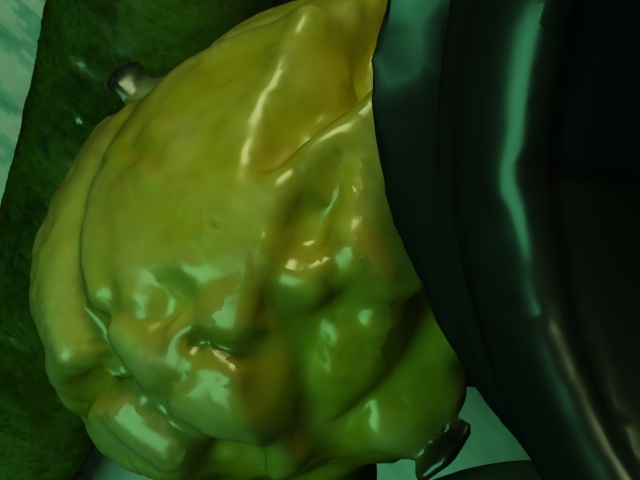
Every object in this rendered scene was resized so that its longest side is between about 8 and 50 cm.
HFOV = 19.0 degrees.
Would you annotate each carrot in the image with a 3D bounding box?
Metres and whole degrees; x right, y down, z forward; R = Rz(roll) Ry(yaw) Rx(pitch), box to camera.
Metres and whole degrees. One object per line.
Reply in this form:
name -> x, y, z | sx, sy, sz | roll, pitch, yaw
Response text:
carrot -> -0.082, -0.001, 0.655 | 0.074, 0.074, 0.358 | 40, 124, 28

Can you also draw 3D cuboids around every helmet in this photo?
helmet -> 0.152, -0.017, 0.383 | 0.279, 0.160, 0.230 | 37, 122, 44

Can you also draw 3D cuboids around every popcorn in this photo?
popcorn -> 0.000, 0.000, 0.526 | 0.152, 0.167, 0.148 | 48, 166, 1

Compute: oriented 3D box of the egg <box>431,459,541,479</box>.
egg -> 0.085, 0.152, 0.473 | 0.231, 0.168, 0.168 | 46, 126, 31
